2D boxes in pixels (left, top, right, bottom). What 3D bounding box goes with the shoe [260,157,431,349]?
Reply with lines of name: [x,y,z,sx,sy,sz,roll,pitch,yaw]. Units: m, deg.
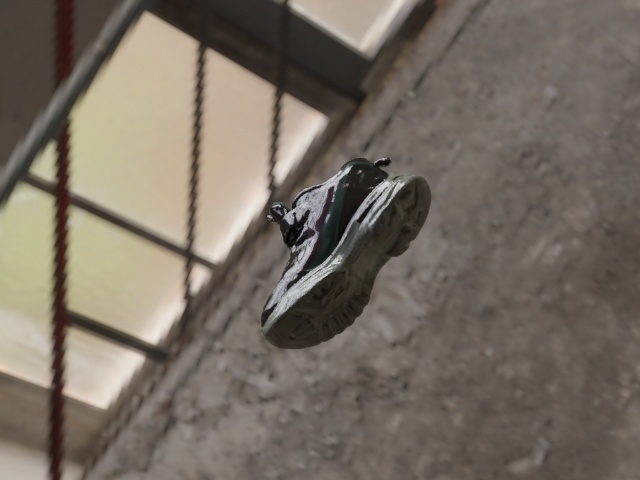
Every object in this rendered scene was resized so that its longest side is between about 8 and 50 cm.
shoe: [0.000,0.000,1.357,0.099,0.071,0.169,37,83,31]
